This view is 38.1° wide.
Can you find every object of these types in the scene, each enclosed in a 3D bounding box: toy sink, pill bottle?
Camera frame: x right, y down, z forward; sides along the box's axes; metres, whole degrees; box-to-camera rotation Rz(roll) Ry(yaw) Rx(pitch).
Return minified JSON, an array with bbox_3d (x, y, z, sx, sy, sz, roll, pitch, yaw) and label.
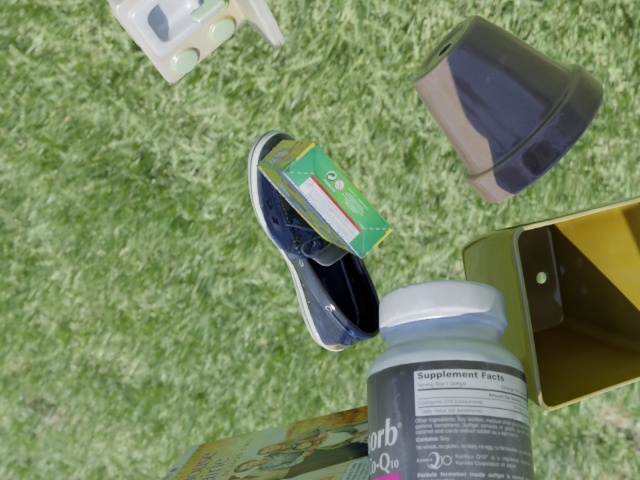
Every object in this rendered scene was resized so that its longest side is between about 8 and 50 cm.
[{"bbox_3d":[-0.171,-0.280,1.018,0.234,0.131,0.153,48,178,25],"label":"toy sink"},{"bbox_3d":[0.127,0.191,0.917,0.162,0.278,0.162,0,157,0],"label":"pill bottle"}]

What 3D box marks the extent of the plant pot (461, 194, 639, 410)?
[{"bbox_3d":[0.291,0.063,1.144,0.187,0.212,0.212,-171,70,-68],"label":"plant pot"}]

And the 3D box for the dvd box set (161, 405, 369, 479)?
[{"bbox_3d":[-0.064,0.355,1.349,0.420,0.307,0.062,-17,101,22],"label":"dvd box set"}]

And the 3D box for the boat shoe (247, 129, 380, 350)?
[{"bbox_3d":[0.000,0.000,1.932,0.156,0.187,0.500,-7,108,47],"label":"boat shoe"}]

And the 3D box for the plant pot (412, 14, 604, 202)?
[{"bbox_3d":[0.275,-0.226,1.473,0.229,0.263,0.263,40,135,-12],"label":"plant pot"}]

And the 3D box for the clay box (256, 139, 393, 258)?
[{"bbox_3d":[-0.004,-0.052,1.054,0.127,0.053,0.222,47,175,-12],"label":"clay box"}]
